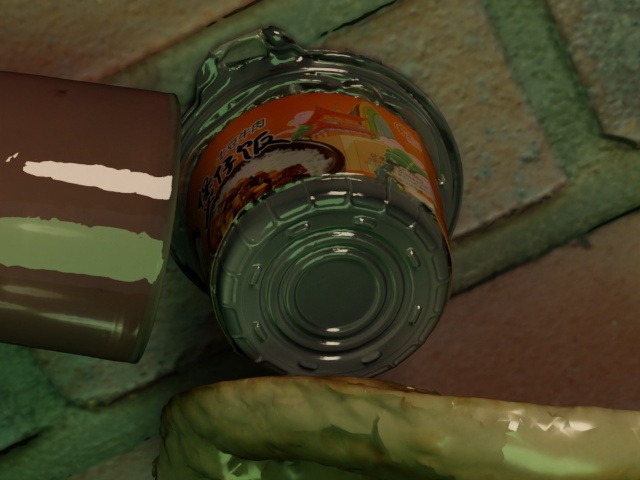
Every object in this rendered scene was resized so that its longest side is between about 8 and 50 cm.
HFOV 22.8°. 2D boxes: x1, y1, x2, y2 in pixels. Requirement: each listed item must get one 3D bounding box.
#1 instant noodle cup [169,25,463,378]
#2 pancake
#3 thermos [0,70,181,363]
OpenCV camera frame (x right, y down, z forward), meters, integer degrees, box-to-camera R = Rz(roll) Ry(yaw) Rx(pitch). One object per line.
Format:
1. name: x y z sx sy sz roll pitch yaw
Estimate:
1. instant noodle cup: 0.000 0.000 0.872 0.178 0.125 0.208 -38 117 14
2. pancake: 0.088 0.160 0.903 0.387 0.082 0.387 6 152 3
3. thermos: -0.212 -0.039 0.820 0.265 0.146 0.176 10 76 -12
